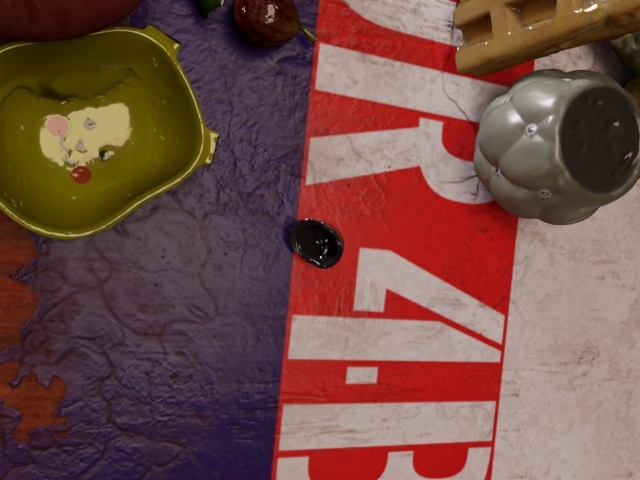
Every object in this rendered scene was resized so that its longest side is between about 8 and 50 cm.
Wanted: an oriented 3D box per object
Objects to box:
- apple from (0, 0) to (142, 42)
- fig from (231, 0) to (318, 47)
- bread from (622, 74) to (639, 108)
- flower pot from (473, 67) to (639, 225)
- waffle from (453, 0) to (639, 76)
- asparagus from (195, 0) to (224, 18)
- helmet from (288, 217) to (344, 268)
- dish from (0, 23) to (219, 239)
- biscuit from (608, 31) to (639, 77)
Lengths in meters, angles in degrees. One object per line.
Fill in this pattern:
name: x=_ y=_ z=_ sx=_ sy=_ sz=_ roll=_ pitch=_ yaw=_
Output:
apple: x=-0.300 y=-0.366 z=0.545 sx=0.345 sy=0.269 sz=0.345 roll=13 pitch=57 yaw=-20
fig: x=-0.057 y=-0.303 z=0.793 sx=0.125 sy=0.089 sz=0.089 roll=2 pitch=92 yaw=-48
bread: x=0.653 y=-0.223 z=1.069 sx=0.232 sy=0.088 sz=0.128 roll=45 pitch=74 yaw=-20
flower pot: x=0.359 y=-0.143 z=0.895 sx=0.246 sy=0.195 sz=0.246 roll=-1 pitch=91 yaw=-22
waffle: x=0.308 y=-0.433 z=0.804 sx=0.077 sy=0.304 sz=0.348 roll=-15 pitch=96 yaw=-41
asparagus: x=-0.181 y=-0.433 z=0.731 sx=0.080 sy=0.080 sz=0.287 roll=-29 pitch=111 yaw=-18
helmet: x=-0.001 y=-0.001 z=0.837 sx=0.084 sy=0.049 sz=0.065 roll=38 pitch=114 yaw=6
dish: x=-0.270 y=-0.130 z=0.692 sx=0.262 sy=0.108 sz=0.221 roll=-26 pitch=101 yaw=-18
biscuit: x=0.657 y=-0.315 z=0.997 sx=0.329 sy=0.078 sz=0.335 roll=-12 pitch=59 yaw=-23
